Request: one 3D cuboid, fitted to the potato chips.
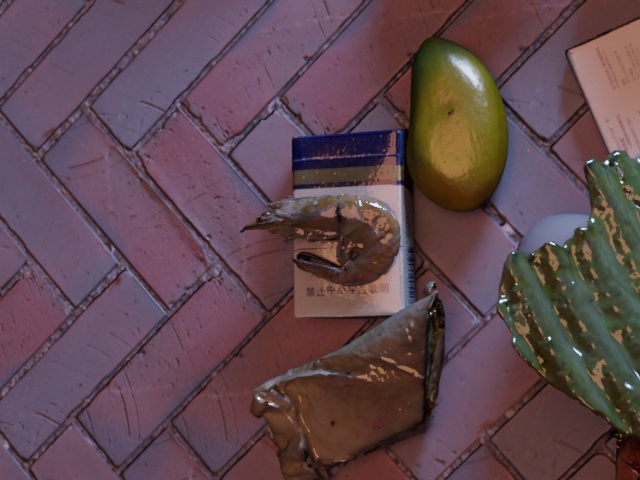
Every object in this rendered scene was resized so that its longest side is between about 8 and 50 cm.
[{"bbox_3d":[0.428,0.070,1.600,0.389,0.097,0.373,35,61,21],"label":"potato chips"}]

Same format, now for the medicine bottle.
[{"bbox_3d":[0.431,-0.191,1.808,0.171,0.052,0.201,-25,79,16],"label":"medicine bottle"}]

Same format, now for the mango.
[{"bbox_3d":[0.185,-0.157,1.873,0.137,0.091,0.237,3,87,12],"label":"mango"}]

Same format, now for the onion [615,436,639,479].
[{"bbox_3d":[0.482,0.273,1.667,0.221,0.281,0.281,-35,73,44],"label":"onion"}]

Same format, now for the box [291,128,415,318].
[{"bbox_3d":[0.045,-0.022,1.923,0.168,0.071,0.259,-2,85,19],"label":"box"}]

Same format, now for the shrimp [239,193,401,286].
[{"bbox_3d":[0.000,0.000,1.878,0.223,0.047,0.126,0,96,18],"label":"shrimp"}]

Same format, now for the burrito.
[{"bbox_3d":[0.063,0.205,1.875,0.347,0.107,0.175,-33,106,22],"label":"burrito"}]

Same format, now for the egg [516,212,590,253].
[{"bbox_3d":[0.345,0.074,1.748,0.176,0.176,0.232,-45,67,11],"label":"egg"}]
